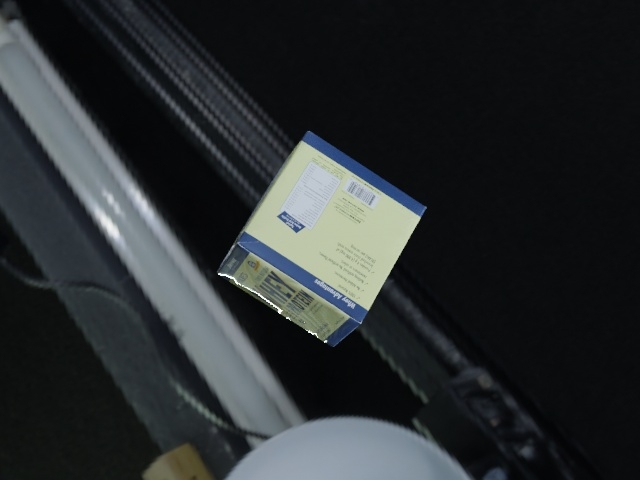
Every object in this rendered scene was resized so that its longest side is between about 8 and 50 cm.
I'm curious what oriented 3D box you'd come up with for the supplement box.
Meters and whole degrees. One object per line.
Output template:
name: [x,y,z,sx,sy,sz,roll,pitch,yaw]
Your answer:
supplement box: [0.000,0.000,0.710,0.083,0.083,0.056,33,-24,-3]
